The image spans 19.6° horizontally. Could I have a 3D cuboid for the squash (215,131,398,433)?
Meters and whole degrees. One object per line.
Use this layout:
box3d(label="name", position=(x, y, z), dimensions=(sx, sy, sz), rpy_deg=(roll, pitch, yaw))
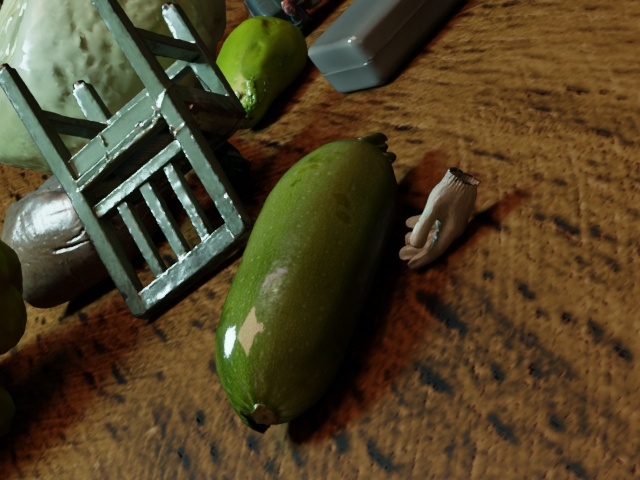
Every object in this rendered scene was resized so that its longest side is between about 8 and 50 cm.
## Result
box3d(label="squash", position=(0.000, 0.000, 1.208), dimensions=(0.094, 0.094, 0.341), rpy_deg=(-32, 18, 30))

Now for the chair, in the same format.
box3d(label="chair", position=(-0.139, -0.074, 1.590), dimensions=(0.136, 0.270, 0.147), rpy_deg=(-40, -19, 19))

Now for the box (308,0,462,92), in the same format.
box3d(label="box", position=(0.096, -0.232, 1.639), dimensions=(0.244, 0.055, 0.103), rpy_deg=(-47, 17, -19))

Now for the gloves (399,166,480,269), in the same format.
box3d(label="gloves", position=(0.076, -0.017, 1.163), dimensions=(0.081, 0.037, 0.044), rpy_deg=(-52, -24, 20))

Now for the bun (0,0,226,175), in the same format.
box3d(label="bun", position=(-0.230, -0.219, 2.024), dimensions=(0.349, 0.227, 0.352), rpy_deg=(-61, 17, 16))

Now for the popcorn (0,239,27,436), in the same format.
box3d(label="popcorn", position=(-0.393, 0.104, 1.563), dimensions=(0.326, 0.321, 0.290), rpy_deg=(-55, 32, 6))

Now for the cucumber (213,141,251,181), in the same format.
box3d(label="cucumber", position=(-0.109, -0.084, 1.749), dimensions=(0.044, 0.043, 0.256), rpy_deg=(-41, 17, -5))

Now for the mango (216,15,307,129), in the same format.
box3d(label="mango", position=(-0.063, -0.168, 1.803), dimensions=(0.091, 0.074, 0.165), rpy_deg=(-32, 19, 25))

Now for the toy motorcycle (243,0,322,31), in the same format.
box3d(label="toy motorcycle", position=(0.011, -0.298, 1.943), dimensions=(0.221, 0.102, 0.150), rpy_deg=(-38, -4, 3))

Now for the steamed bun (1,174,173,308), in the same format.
box3d(label="steamed bun", position=(-0.216, -0.027, 1.736), dimensions=(0.145, 0.106, 0.175), rpy_deg=(-29, 18, 36))
